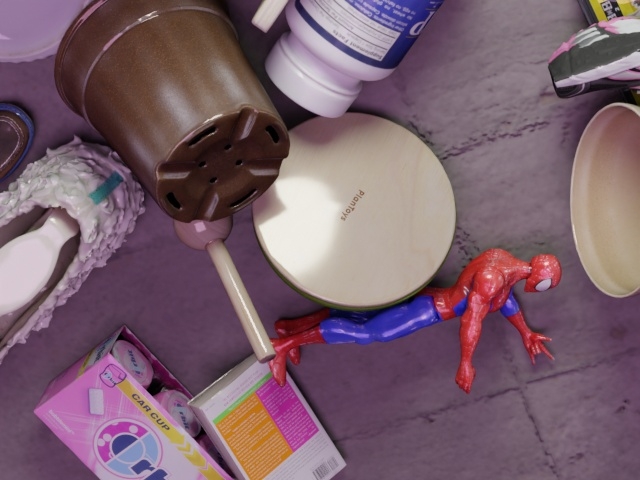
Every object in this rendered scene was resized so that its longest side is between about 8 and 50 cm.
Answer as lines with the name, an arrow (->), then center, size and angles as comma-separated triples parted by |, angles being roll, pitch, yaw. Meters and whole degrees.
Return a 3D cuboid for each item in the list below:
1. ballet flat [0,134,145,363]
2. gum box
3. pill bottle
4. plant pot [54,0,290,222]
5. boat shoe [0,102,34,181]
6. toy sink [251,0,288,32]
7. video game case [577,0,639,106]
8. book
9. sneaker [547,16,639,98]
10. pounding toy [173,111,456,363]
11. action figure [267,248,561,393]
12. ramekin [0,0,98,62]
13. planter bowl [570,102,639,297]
ballet flat -> -0.330, 0.058, 1.790 | 0.147, 0.147, 0.409 | 42, 114, -11
gum box -> -0.171, 0.189, 1.864 | 0.107, 0.062, 0.188 | -37, 105, 23
pill bottle -> 0.036, -0.201, 1.622 | 0.112, 0.112, 0.187 | 33, 116, -7
plant pot -> -0.116, -0.114, 1.621 | 0.167, 0.165, 0.167 | -23, 143, -18
boat shoe -> -0.339, -0.056, 1.774 | 0.183, 0.066, 0.066 | -37, 105, 22
toy sink -> -0.028, -0.314, 1.558 | 0.131, 0.153, 0.234 | 33, 117, -7
video game case -> 0.381, -0.153, 1.633 | 0.248, 0.035, 0.275 | -22, 110, 18
book -> -0.048, 0.186, 1.836 | 0.096, 0.035, 0.144 | -37, 108, -19
sneaker -> 0.279, -0.144, 1.596 | 0.178, 0.072, 0.077 | -15, 123, 21
pounding toy -> 0.000, 0.000, 1.716 | 0.237, 0.110, 0.183 | -27, 77, -17
action figure -> 0.103, 0.096, 1.763 | 0.280, 0.091, 0.139 | -22, 103, 19
ramekin -> -0.262, -0.251, 1.648 | 0.207, 0.109, 0.207 | 3, 115, 8
planter bowl -> 0.294, -0.035, 1.609 | 0.109, 0.162, 0.162 | -2, 118, -21
